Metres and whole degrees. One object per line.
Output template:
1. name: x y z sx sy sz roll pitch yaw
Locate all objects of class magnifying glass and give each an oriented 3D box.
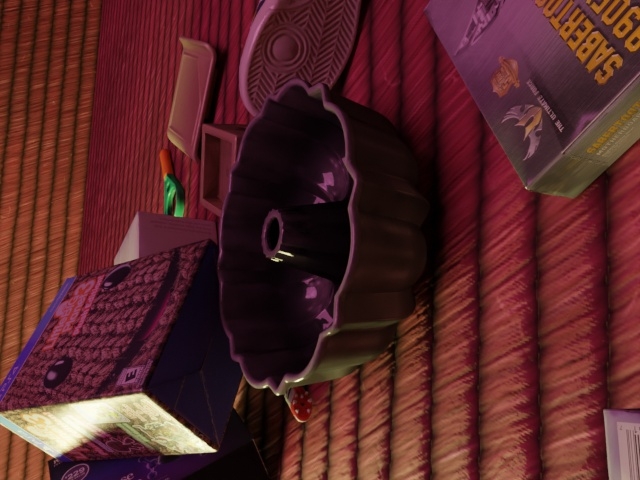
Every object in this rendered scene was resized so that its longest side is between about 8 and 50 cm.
1. magnifying glass: -0.343 -0.128 1.428 0.092 0.026 0.231 -60 39 37

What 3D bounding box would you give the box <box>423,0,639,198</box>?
1. box: 0.182 -0.177 0.465 0.183 0.056 0.231 -54 41 41

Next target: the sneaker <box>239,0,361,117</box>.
1. sneaker: -0.018 -0.325 0.799 0.350 0.131 0.148 -66 26 18

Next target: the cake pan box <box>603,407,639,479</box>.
1. cake pan box: 0.250 0.199 0.259 0.267 0.070 0.245 -22 63 57

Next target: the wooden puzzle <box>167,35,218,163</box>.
1. wooden puzzle: -0.267 -0.299 1.313 0.221 0.044 0.238 38 122 56

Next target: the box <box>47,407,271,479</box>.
1. box: -0.226 0.327 0.871 0.184 0.261 0.103 28 138 60

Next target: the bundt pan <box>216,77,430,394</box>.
1. bundt pan: 0.000 0.000 0.685 0.331 0.124 0.330 -20 66 57

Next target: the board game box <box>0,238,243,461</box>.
1. board game box: -0.251 0.152 0.837 0.291 0.141 0.232 -15 40 29

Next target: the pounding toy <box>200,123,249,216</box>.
1. pounding toy: -0.102 -0.058 0.922 0.181 0.094 0.206 28 118 54

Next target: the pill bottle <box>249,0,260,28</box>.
1. pill bottle: -0.078 -0.360 0.978 0.083 0.043 0.043 -60 37 35

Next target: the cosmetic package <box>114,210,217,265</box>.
1. cosmetic package: -0.288 0.063 1.157 0.183 0.151 0.151 -47 45 46

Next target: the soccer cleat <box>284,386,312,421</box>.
1. soccer cleat: -0.031 0.203 0.801 0.083 0.029 0.035 -116 34 -49
